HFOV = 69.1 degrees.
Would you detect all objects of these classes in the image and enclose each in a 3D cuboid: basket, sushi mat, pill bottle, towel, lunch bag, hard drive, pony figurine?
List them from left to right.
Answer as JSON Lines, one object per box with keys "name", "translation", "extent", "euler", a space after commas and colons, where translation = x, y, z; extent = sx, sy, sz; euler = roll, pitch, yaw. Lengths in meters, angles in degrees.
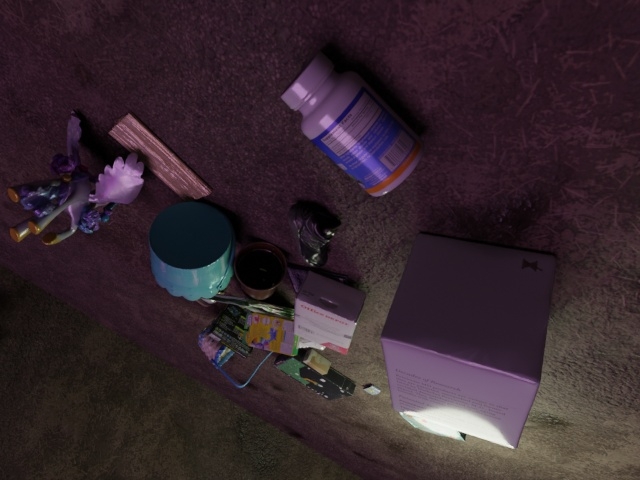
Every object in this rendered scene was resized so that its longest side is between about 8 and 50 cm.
{"name": "pony figurine", "translation": [-0.730, -0.158, 1.401], "extent": [0.302, 0.363, 0.351], "euler": [41, 134, 6]}
{"name": "sushi mat", "translation": [-0.471, -0.233, 1.370], "extent": [0.151, 0.019, 0.316], "euler": [-16, 127, 47]}
{"name": "basket", "translation": [-0.367, 0.452, 1.990], "extent": [0.288, 0.255, 0.201], "euler": [37, 144, 6]}
{"name": "towel", "translation": [-0.260, 0.239, 1.708], "extent": [0.247, 0.038, 0.324], "euler": [4, 168, 32]}
{"name": "hard drive", "translation": [-0.031, 0.622, 2.153], "extent": [0.338, 0.064, 0.237], "euler": [34, 145, -11]}
{"name": "pill bottle", "translation": [0.059, -0.225, 0.901], "extent": [0.272, 0.152, 0.152], "euler": [40, 144, -17]}
{"name": "lunch bag", "translation": [0.432, 0.637, 1.778], "extent": [0.223, 0.160, 0.262], "euler": [0, 143, 35]}

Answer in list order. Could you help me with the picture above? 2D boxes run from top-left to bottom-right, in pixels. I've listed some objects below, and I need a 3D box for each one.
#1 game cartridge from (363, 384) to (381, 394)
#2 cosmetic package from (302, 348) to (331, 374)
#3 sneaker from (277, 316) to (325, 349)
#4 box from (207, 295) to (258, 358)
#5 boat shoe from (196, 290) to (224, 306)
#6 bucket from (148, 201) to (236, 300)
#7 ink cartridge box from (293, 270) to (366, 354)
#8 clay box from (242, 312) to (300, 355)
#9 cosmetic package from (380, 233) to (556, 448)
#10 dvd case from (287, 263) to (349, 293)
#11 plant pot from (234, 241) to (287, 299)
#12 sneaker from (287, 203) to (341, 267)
{"name": "game cartridge", "translation": [0.233, 0.669, 2.078], "extent": [0.055, 0.017, 0.083], "euler": [29, 146, -9]}
{"name": "cosmetic package", "translation": [-0.015, 0.528, 2.023], "extent": [0.115, 0.060, 0.041], "euler": [37, 145, -16]}
{"name": "sneaker", "translation": [-0.093, 0.392, 1.826], "extent": [0.232, 0.115, 0.090], "euler": [25, 169, -4]}
{"name": "box", "translation": [-0.334, 0.354, 1.900], "extent": [0.190, 0.184, 0.045], "euler": [37, 142, -16]}
{"name": "boat shoe", "translation": [-0.507, 0.146, 1.822], "extent": [0.103, 0.113, 0.302], "euler": [-29, 131, 24]}
{"name": "bucket", "translation": [-0.395, 0.026, 1.442], "extent": [0.281, 0.281, 0.183], "euler": [25, 147, 4]}
{"name": "ink cartridge box", "translation": [0.026, 0.246, 1.539], "extent": [0.207, 0.117, 0.283], "euler": [21, 147, 9]}
{"name": "clay box", "translation": [-0.185, 0.350, 1.758], "extent": [0.221, 0.128, 0.053], "euler": [7, 175, 25]}
{"name": "cosmetic package", "translation": [0.366, 0.248, 1.157], "extent": [0.327, 0.330, 0.394], "euler": [11, 142, 23]}
{"name": "dvd case", "translation": [-0.002, 0.151, 1.554], "extent": [0.221, 0.018, 0.165], "euler": [11, 143, 23]}
{"name": "plant pot", "translation": [-0.199, 0.113, 1.524], "extent": [0.166, 0.167, 0.165], "euler": [25, 153, 3]}
{"name": "sneaker", "translation": [0.000, 0.000, 1.294], "extent": [0.130, 0.087, 0.228], "euler": [12, 138, 31]}
